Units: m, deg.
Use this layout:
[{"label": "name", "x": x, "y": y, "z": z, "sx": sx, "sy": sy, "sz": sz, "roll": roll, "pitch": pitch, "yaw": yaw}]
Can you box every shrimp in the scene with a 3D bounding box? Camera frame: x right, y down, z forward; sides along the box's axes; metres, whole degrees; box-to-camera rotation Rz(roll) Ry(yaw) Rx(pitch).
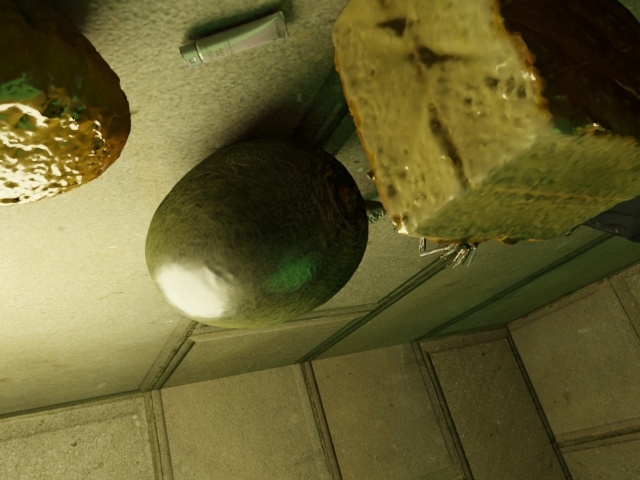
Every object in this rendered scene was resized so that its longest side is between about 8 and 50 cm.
[{"label": "shrimp", "x": 0.245, "y": -0.035, "z": 1.061, "sx": 0.172, "sy": 0.137, "sz": 0.372, "roll": 18, "pitch": 151, "yaw": 11}]

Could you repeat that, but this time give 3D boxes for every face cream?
[{"label": "face cream", "x": -0.089, "y": -0.208, "z": 0.540, "sx": 0.115, "sy": 0.020, "sz": 0.038, "roll": -19, "pitch": 157, "yaw": -2}]

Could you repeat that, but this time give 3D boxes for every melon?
[{"label": "melon", "x": -0.093, "y": -0.005, "z": 0.713, "sx": 0.329, "sy": 0.248, "sz": 0.248, "roll": -22, "pitch": 158, "yaw": 25}]

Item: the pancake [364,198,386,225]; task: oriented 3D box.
[{"label": "pancake", "x": 0.000, "y": 0.000, "z": 0.913, "sx": 0.253, "sy": 0.037, "sz": 0.253, "roll": -29, "pitch": -166, "yaw": 8}]

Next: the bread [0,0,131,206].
[{"label": "bread", "x": -0.290, "y": -0.118, "z": 0.451, "sx": 0.240, "sy": 0.139, "sz": 0.240, "roll": -14, "pitch": 158, "yaw": -6}]

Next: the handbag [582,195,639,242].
[{"label": "handbag", "x": 0.529, "y": -0.147, "z": 0.963, "sx": 0.178, "sy": 0.275, "sz": 0.302, "roll": -59, "pitch": 160, "yaw": -14}]

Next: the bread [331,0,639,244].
[{"label": "bread", "x": 0.182, "y": -0.155, "z": 0.521, "sx": 0.279, "sy": 0.279, "sz": 0.207, "roll": -4, "pitch": 156, "yaw": -35}]
